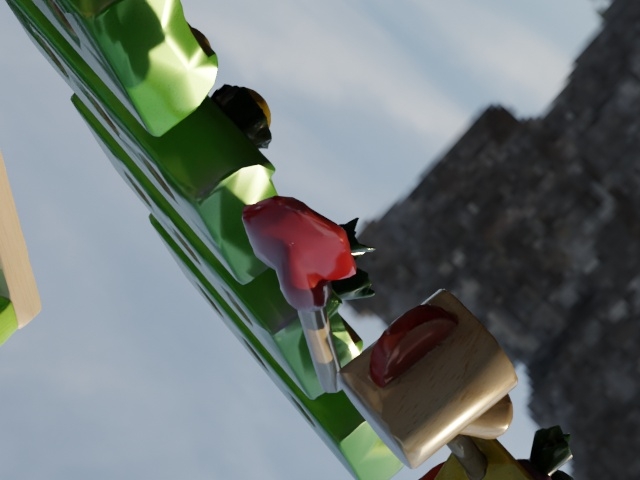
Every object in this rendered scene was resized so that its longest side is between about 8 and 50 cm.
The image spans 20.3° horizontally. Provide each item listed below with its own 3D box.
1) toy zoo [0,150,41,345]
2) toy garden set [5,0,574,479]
[{"bbox_3d":[-0.197,0.021,0.511,0.030,0.192,0.293,11,-142,29],"label":"toy zoo"},{"bbox_3d":[0.000,0.000,0.456,0.204,0.049,0.244,47,171,32],"label":"toy garden set"}]
